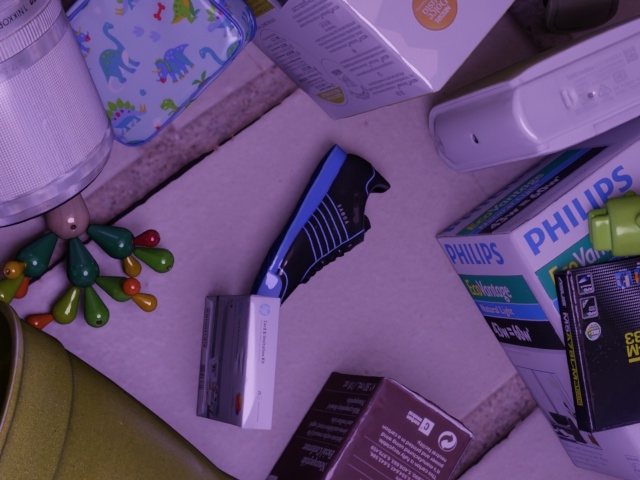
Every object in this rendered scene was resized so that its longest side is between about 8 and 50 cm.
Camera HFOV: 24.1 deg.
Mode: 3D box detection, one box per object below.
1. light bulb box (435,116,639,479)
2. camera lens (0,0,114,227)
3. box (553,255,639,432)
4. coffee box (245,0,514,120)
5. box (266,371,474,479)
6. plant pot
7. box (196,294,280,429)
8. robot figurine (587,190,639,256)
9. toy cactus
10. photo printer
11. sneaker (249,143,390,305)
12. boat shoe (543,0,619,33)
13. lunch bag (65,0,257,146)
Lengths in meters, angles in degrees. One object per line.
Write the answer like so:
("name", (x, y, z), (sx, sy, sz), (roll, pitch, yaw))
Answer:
("light bulb box", (0.403, 0.047, 1.846), (0.358, 0.225, 0.361), (-35, 99, -16))
("camera lens", (-0.354, -0.166, 1.567), (0.219, 0.219, 0.274), (-30, 123, -17))
("box", (0.367, 0.109, 1.690), (0.190, 0.045, 0.184), (-9, 89, -16))
("coffee box", (0.058, -0.375, 1.689), (0.334, 0.338, 0.338), (43, 77, -12))
("box", (-0.003, 0.343, 1.716), (0.143, 0.191, 0.381), (34, 77, -14))
("plant pot", (-0.264, 0.299, 1.571), (0.353, 0.366, 0.366), (29, 79, -27))
("box", (-0.095, 0.134, 1.694), (0.038, 0.186, 0.145), (5, 85, -18))
("robot figurine", (0.358, -0.018, 1.670), (0.115, 0.101, 0.067), (-6, 106, 5))
("toy cactus", (-0.279, 0.012, 1.693), (0.219, 0.112, 0.181), (-15, 83, -10))
("photo printer", (0.278, -0.171, 1.769), (0.256, 0.307, 0.107), (-25, 94, -15))
("sneaker", (0.000, 0.000, 1.788), (0.090, 0.081, 0.232), (31, 77, -7))
("boat shoe", (0.325, -0.362, 1.793), (0.127, 0.340, 0.113), (-9, 75, 2))
("lunch bag", (-0.194, -0.229, 1.676), (0.176, 0.090, 0.219), (43, 116, -10))
